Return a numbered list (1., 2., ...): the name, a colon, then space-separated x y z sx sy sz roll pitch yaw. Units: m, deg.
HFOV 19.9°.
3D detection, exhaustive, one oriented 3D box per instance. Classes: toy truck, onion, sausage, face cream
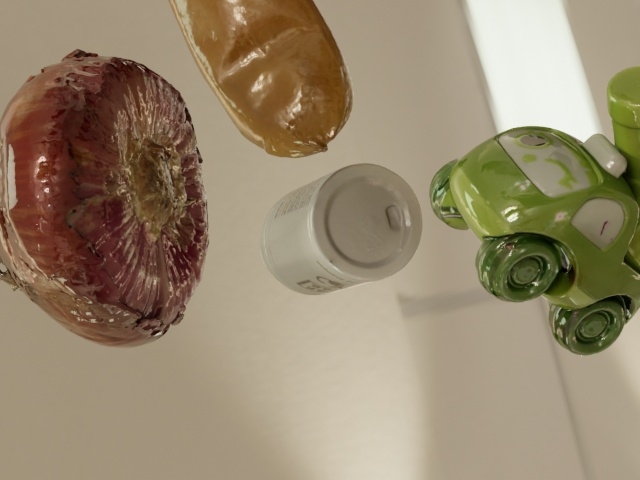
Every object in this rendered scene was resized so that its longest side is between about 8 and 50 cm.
1. toy truck: 0.212 -0.022 1.448 0.187 0.210 0.148 57 -179 -39
2. onion: -0.181 -0.026 1.366 0.230 0.163 0.230 38 -134 -53
3. sausage: -0.072 -0.221 1.808 0.354 0.134 0.116 64 180 21
4. face cream: 0.000 0.000 2.325 0.369 0.145 0.145 156 99 -71
